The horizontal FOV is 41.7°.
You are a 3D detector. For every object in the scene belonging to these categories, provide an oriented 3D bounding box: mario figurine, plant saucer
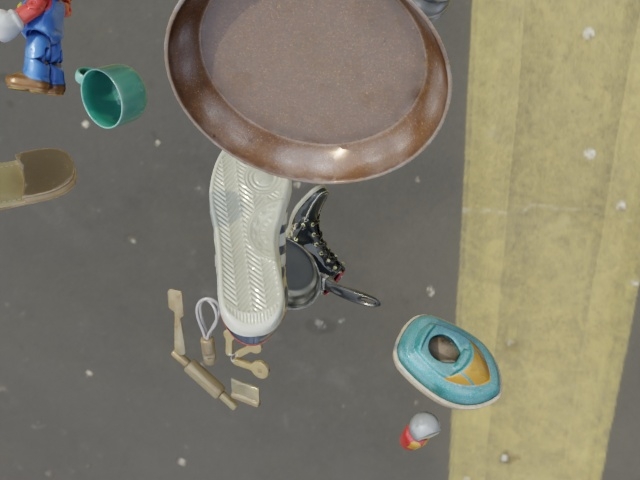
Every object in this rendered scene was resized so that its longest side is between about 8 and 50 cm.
[{"bbox_3d":[-0.564,-0.453,1.647,0.170,0.198,0.321,5,97,-26],"label":"mario figurine"},{"bbox_3d":[-0.006,-0.101,0.494,0.168,0.029,0.168,8,140,7],"label":"plant saucer"}]

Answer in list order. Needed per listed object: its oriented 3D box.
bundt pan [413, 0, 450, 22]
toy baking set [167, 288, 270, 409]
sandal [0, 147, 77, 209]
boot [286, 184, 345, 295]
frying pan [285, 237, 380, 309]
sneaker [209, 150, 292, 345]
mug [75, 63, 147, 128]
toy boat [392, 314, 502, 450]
[{"bbox_3d":[0.234,-0.549,1.580,0.124,0.331,0.331,30,127,-4],"label":"bundt pan"},{"bbox_3d":[-0.194,0.201,1.550,0.256,0.030,0.197,38,127,6],"label":"toy baking set"},{"bbox_3d":[-0.414,-0.055,1.020,0.240,0.088,0.079,-8,159,-9],"label":"sandal"},{"bbox_3d":[0.001,0.000,2.012,0.178,0.085,0.236,42,122,19],"label":"boot"},{"bbox_3d":[-0.028,0.064,1.902,0.326,0.053,0.197,-6,116,29],"label":"frying pan"},{"bbox_3d":[-0.112,0.002,1.326,0.131,0.350,0.148,3,153,-2],"label":"sneaker"},{"bbox_3d":[-0.444,-0.328,1.819,0.129,0.097,0.158,-25,93,42],"label":"mug"},{"bbox_3d":[0.270,0.322,1.872,0.267,0.318,0.148,29,150,4],"label":"toy boat"}]
